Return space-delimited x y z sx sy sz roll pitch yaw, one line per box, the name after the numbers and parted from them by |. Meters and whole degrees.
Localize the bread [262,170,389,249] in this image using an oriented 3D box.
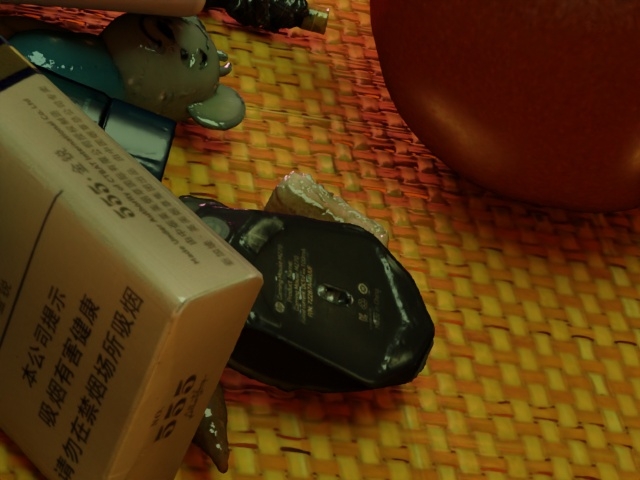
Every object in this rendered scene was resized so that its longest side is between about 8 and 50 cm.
0.000 0.000 1.165 0.083 0.070 0.035 32 45 10 | bread

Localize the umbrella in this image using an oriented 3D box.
-0.064 -0.179 1.375 0.144 0.037 0.040 13 25 -6 | umbrella

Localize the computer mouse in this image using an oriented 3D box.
-0.019 0.037 1.095 0.192 0.062 0.106 19 55 -24 | computer mouse

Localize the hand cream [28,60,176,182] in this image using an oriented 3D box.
-0.226 -0.072 1.128 0.270 0.120 0.061 17 -6 -9 | hand cream

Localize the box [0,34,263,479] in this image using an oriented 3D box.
-0.160 0.005 1.003 0.259 0.168 0.071 40 37 23 | box

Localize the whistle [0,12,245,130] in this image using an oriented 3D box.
-0.161 -0.108 1.215 0.235 0.077 0.114 -9 58 -31 | whistle

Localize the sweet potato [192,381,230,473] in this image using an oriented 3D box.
-0.104 0.052 1.069 0.068 0.060 0.206 -35 63 -8 | sweet potato

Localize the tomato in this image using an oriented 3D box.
0.184 -0.176 1.315 0.341 0.273 0.341 1 36 0 | tomato

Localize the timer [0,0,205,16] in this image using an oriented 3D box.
-0.173 -0.257 1.229 0.195 0.192 0.194 3 12 -10 | timer
